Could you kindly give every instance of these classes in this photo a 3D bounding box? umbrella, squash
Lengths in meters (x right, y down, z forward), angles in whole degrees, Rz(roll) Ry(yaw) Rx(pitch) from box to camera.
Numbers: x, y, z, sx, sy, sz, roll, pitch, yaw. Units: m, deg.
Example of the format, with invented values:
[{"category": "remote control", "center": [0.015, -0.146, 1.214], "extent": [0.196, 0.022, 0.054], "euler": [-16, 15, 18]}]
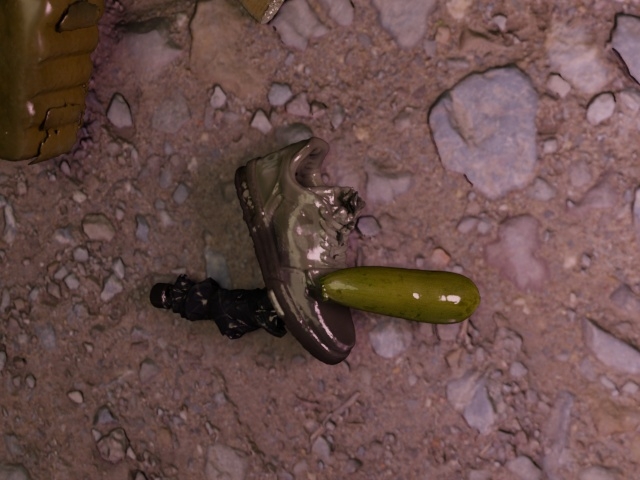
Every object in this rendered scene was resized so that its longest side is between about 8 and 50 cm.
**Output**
[{"category": "umbrella", "center": [-0.135, 0.092, 1.357], "extent": [0.224, 0.080, 0.071], "euler": [5, 127, 27]}, {"category": "squash", "center": [0.097, 0.065, 1.214], "extent": [0.201, 0.066, 0.066], "euler": [5, 92, -8]}]

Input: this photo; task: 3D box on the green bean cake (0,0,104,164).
[{"category": "green bean cake", "center": [-0.460, -0.283, 1.430], "extent": [0.310, 0.202, 0.285], "euler": [28, 116, 17]}]

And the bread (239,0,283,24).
[{"category": "bread", "center": [-0.064, -0.398, 1.340], "extent": [0.112, 0.036, 0.193], "euler": [39, 108, 24]}]

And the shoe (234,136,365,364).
[{"category": "shoe", "center": [0.002, 0.000, 1.266], "extent": [0.149, 0.109, 0.293], "euler": [-33, 73, 26]}]
